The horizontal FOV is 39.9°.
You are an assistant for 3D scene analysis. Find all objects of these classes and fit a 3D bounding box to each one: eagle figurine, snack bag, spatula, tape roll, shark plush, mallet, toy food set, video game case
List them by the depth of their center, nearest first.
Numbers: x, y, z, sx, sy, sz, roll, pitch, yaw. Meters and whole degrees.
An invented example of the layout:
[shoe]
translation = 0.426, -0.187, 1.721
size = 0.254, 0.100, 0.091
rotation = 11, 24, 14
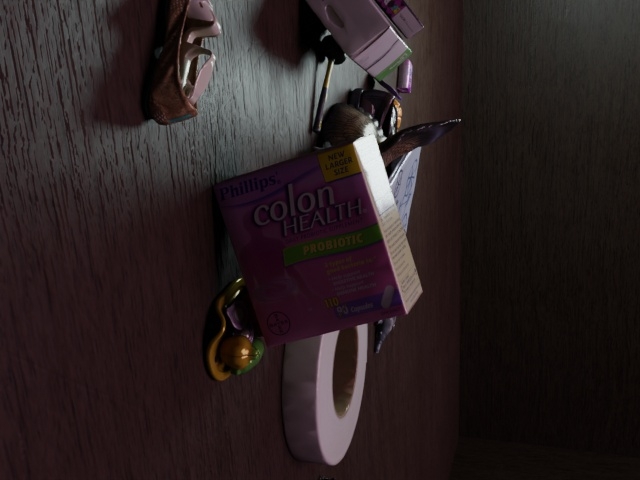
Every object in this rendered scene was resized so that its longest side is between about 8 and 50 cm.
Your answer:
[toy food set]
translation = -0.097, 0.122, 1.293
size = 0.218, 0.071, 0.128
rotation = -55, 145, -62
[mallet]
translation = 0.013, -0.290, 1.667
size = 0.062, 0.039, 0.189
rotation = 25, 73, -68
[video game case]
translation = 0.114, -0.473, 1.667
size = 0.210, 0.042, 0.232
rotation = 49, 12, -8
[eagle figurine]
translation = 0.104, -0.168, 1.702
size = 0.298, 0.226, 0.225
rotation = -60, -169, -24
[tape roll]
translation = 0.017, 0.241, 1.725
size = 0.392, 0.072, 0.392
rotation = 3, 90, -74
[snack bag]
translation = 0.154, -0.049, 1.999
size = 0.342, 0.037, 0.323
rotation = -58, 160, -48
[spatula]
translation = 0.167, -0.329, 2.168
size = 0.030, 0.084, 0.296
rotation = -44, 160, -10
[shark plush]
translation = 0.156, 0.209, 2.294
size = 0.067, 0.073, 0.161
rotation = 7, 108, -55

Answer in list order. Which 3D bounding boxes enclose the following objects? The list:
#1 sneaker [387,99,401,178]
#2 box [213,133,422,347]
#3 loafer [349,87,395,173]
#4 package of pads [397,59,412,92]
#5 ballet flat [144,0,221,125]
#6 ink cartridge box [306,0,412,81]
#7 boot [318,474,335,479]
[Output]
[sneaker]
translation = 0.141, -0.225, 2.066
size = 0.083, 0.084, 0.215
rotation = -22, 111, -58
[box]
translation = 0.000, 0.000, 1.232
size = 0.117, 0.213, 0.243
rotation = -34, 108, -69
[loafer]
translation = 0.118, -0.184, 1.938
size = 0.109, 0.095, 0.302
rotation = -56, 146, -61
[package of pads]
translation = 0.229, -0.445, 2.391
size = 0.050, 0.032, 0.083
rotation = 24, 70, -70
[ballet flat]
translation = -0.151, -0.230, 1.031
size = 0.073, 0.067, 0.206
rotation = 44, 51, -69
[ink cartridge box]
translation = 0.070, -0.393, 1.599
size = 0.160, 0.092, 0.219
rotation = 54, 12, 9
[boot]
translation = 0.017, 0.559, 1.837
size = 0.099, 0.045, 0.121
rotation = 72, 19, -58
